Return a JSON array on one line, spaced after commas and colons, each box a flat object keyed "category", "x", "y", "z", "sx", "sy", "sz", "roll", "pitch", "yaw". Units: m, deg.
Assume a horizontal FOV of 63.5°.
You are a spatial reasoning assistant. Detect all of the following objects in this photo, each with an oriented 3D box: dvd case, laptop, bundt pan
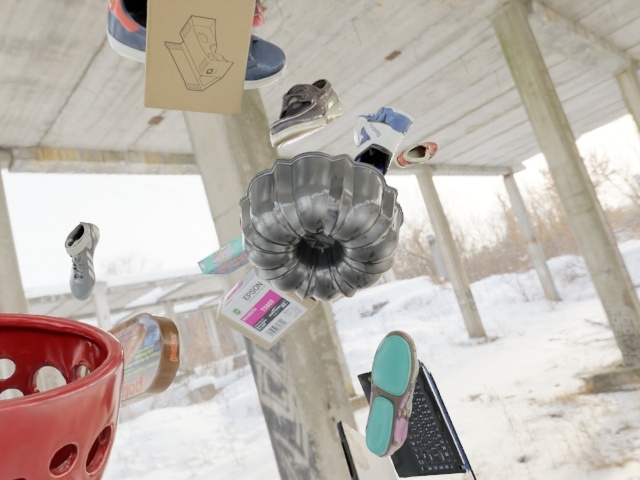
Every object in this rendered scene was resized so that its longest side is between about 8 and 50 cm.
[{"category": "dvd case", "x": 0.128, "y": 0.556, "z": 1.227, "sx": 0.022, "sy": 0.180, "sz": 0.253, "roll": -46, "pitch": 21, "yaw": 8}, {"category": "laptop", "x": 0.176, "y": 0.359, "z": 0.976, "sx": 0.265, "sy": 0.234, "sz": 0.137, "roll": -27, "pitch": -8, "yaw": 39}, {"category": "bundt pan", "x": 0.000, "y": 0.000, "z": 0.992, "sx": 0.331, "sy": 0.124, "sz": 0.330, "roll": 1, "pitch": -46, "yaw": 1}]

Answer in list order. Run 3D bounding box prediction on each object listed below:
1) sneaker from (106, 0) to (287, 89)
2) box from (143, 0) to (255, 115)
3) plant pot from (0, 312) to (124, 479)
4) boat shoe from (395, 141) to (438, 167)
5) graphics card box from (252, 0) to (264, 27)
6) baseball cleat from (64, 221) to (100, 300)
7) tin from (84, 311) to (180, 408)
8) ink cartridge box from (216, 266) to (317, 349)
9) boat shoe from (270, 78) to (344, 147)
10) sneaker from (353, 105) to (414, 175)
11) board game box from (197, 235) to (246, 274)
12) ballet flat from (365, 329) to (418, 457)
[{"category": "sneaker", "x": -0.226, "y": -0.400, "z": 0.992, "sx": 0.351, "sy": 0.131, "sz": 0.148, "roll": 6, "pitch": -30, "yaw": -17}, {"category": "box", "x": -0.199, "y": -0.308, "z": 0.847, "sx": 0.165, "sy": 0.021, "sz": 0.201, "roll": 0, "pitch": -55, "yaw": -22}, {"category": "plant pot", "x": -0.250, "y": 0.159, "z": 0.378, "sx": 0.191, "sy": 0.173, "sz": 0.191, "roll": 8, "pitch": 9, "yaw": -1}, {"category": "boat shoe", "x": 0.239, "y": -0.212, "z": 1.244, "sx": 0.137, "sy": 0.049, "sz": 0.043, "roll": -24, "pitch": -9, "yaw": -33}, {"category": "graphics card box", "x": -0.311, "y": -0.797, "z": 1.497, "sx": 0.233, "sy": 0.370, "sz": 0.094, "roll": -9, "pitch": 6, "yaw": 7}, {"category": "baseball cleat", "x": -0.620, "y": 0.053, "z": 1.321, "sx": 0.072, "sy": 0.205, "sz": 0.109, "roll": 3, "pitch": -5, "yaw": 7}, {"category": "tin", "x": -0.252, "y": 0.164, "z": 0.689, "sx": 0.190, "sy": 0.106, "sz": 0.040, "roll": -26, "pitch": -33, "yaw": 33}, {"category": "ink cartridge box", "x": -0.152, "y": 0.179, "z": 1.480, "sx": 0.234, "sy": 0.193, "sz": 0.088, "roll": -46, "pitch": 21, "yaw": 26}, {"category": "boat shoe", "x": -0.033, "y": -0.249, "z": 0.980, "sx": 0.103, "sy": 0.092, "sz": 0.285, "roll": -17, "pitch": 16, "yaw": 28}, {"category": "sneaker", "x": 0.150, "y": -0.280, "z": 1.550, "sx": 0.128, "sy": 0.182, "sz": 0.315, "roll": 27, "pitch": -5, "yaw": -12}, {"category": "board game box", "x": -0.269, "y": 0.050, "z": 1.616, "sx": 0.160, "sy": 0.047, "sz": 0.210, "roll": -30, "pitch": -9, "yaw": 8}, {"category": "ballet flat", "x": 0.121, "y": 0.239, "z": 0.829, "sx": 0.077, "sy": 0.221, "sz": 0.079, "roll": 18, "pitch": 17, "yaw": 39}]
